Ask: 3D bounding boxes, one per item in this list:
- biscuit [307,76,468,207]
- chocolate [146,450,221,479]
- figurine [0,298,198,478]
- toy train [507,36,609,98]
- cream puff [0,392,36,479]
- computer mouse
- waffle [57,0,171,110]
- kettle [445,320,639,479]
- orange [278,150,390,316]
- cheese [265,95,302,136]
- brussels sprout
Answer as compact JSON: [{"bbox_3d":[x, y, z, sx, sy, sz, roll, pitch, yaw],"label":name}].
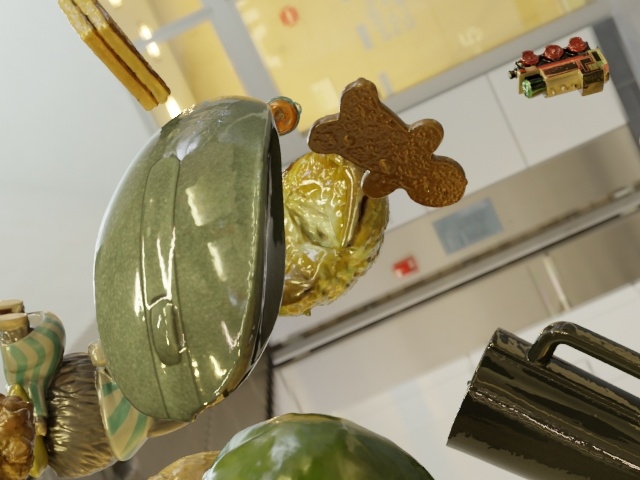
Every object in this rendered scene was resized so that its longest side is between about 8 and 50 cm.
[{"bbox_3d":[0.090,-0.107,1.469,0.205,0.138,0.031,31,-144,-15],"label":"biscuit"},{"bbox_3d":[-0.146,0.412,2.023,0.134,0.309,0.134,15,108,61],"label":"chocolate"},{"bbox_3d":[-0.432,0.265,2.366,0.266,0.378,0.361,-148,47,-65],"label":"figurine"},{"bbox_3d":[0.345,-0.243,1.749,0.050,0.138,0.087,78,175,-50],"label":"toy train"},{"bbox_3d":[-0.343,0.213,1.229,0.116,0.094,0.122,129,144,-48],"label":"cream puff"},{"bbox_3d":[-0.131,-0.006,1.197,0.114,0.203,0.374,50,-147,-47],"label":"computer mouse"},{"bbox_3d":[-0.243,-0.227,1.434,0.102,0.042,0.148,50,180,41],"label":"waffle"},{"bbox_3d":[0.381,0.256,1.834,0.308,0.262,0.203,23,-173,13],"label":"kettle"},{"bbox_3d":[0.000,0.000,2.357,0.210,0.368,0.271,39,-175,-45],"label":"orange"},{"bbox_3d":[-0.072,-0.141,1.485,0.047,0.111,0.017,63,-169,-1],"label":"cheese"},{"bbox_3d":[-0.026,0.377,1.520,0.315,0.371,0.275,18,-131,-29],"label":"brussels sprout"}]
